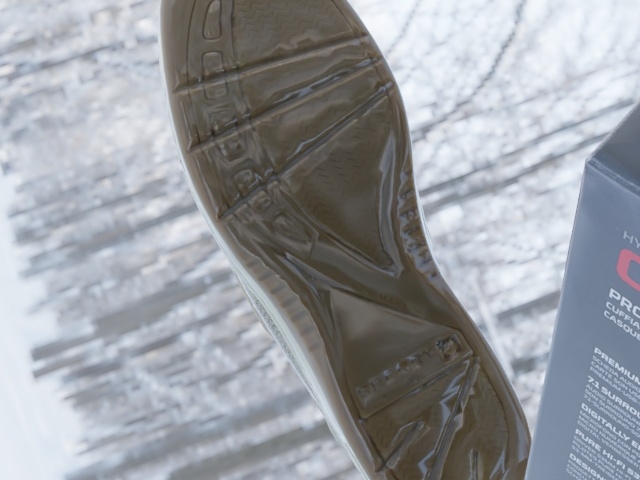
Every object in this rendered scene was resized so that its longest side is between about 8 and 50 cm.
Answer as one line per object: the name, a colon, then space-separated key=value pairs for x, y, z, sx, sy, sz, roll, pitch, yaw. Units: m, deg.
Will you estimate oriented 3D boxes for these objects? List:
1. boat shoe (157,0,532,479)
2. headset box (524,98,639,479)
boat shoe: x=0.000 y=0.000 z=0.896 sx=0.110 sy=0.122 sz=0.341 roll=151 pitch=-83 yaw=-78
headset box: x=0.178 y=0.066 z=0.467 sx=0.218 sy=0.110 sz=0.293 roll=34 pitch=-27 yaw=21
